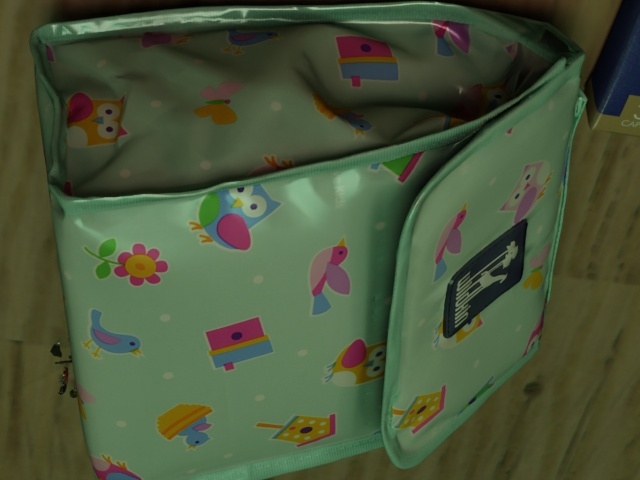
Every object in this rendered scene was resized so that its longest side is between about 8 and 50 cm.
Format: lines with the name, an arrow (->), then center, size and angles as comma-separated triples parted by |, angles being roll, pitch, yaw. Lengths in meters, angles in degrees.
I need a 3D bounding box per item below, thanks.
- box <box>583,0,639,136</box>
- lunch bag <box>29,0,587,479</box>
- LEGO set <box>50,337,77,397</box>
box -> 0.222, -0.131, 0.923 | 0.136, 0.036, 0.225 | 8, 135, -8
lunch bag -> 0.000, 0.000, 0.980 | 0.262, 0.160, 0.223 | -7, 134, -8
LEGO set -> -0.133, 0.067, 1.152 | 0.054, 0.023, 0.083 | 26, 145, -22
